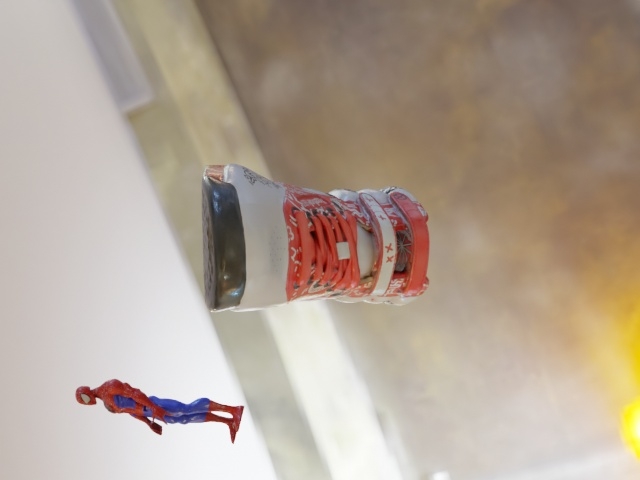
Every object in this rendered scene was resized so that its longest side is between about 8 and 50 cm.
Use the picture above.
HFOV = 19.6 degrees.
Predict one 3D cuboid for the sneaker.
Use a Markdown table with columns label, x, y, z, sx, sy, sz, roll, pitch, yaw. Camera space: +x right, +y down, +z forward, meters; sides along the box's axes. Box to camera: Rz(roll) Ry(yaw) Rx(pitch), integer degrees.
| label | x | y | z | sx | sy | sz | roll | pitch | yaw |
| --- | --- | --- | --- | --- | --- | --- | --- | --- | --- |
| sneaker | 0.000 | -0.001 | 1.173 | 0.270 | 0.145 | 0.090 | 126 | 144 | -89 |

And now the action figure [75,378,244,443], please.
| label | x | y | z | sx | sy | sz | roll | pitch | yaw |
| --- | --- | --- | --- | --- | --- | --- | --- | --- | --- |
| action figure | -0.112 | 0.117 | 1.274 | 0.038 | 0.115 | 0.030 | 112 | 172 | -65 |
